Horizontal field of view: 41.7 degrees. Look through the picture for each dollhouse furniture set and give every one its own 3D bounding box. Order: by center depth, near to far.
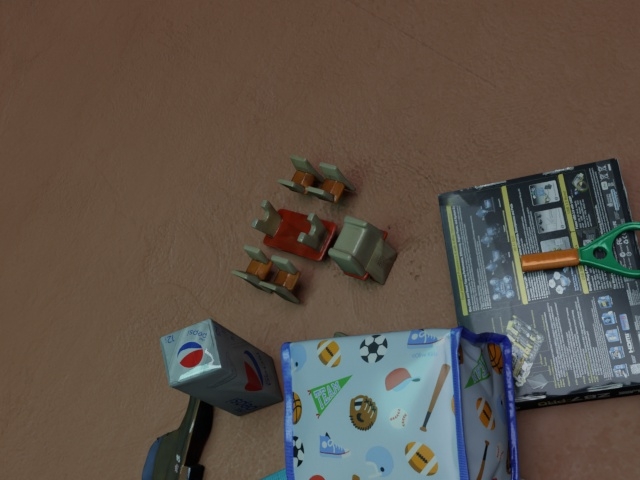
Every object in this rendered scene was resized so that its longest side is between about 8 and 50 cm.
[{"bbox_3d":[0.000,0.000,1.601,0.259,0.135,0.262,17,76,36],"label":"dollhouse furniture set"}]

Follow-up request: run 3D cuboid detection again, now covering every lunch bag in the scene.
[{"bbox_3d":[0.128,0.340,1.291,0.328,0.239,0.385,-11,74,35],"label":"lunch bag"}]

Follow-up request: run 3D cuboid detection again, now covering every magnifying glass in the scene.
[{"bbox_3d":[0.444,0.024,1.364,0.231,0.026,0.092,-7,67,11],"label":"magnifying glass"}]

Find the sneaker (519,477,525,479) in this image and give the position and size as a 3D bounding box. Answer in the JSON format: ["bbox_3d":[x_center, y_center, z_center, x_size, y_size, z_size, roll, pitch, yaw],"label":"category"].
[{"bbox_3d":[0.233,0.426,1.362,0.212,0.080,0.094,-32,49,6],"label":"sneaker"}]

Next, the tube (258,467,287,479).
[{"bbox_3d":[-0.075,0.441,1.480,0.207,0.052,0.080,-22,68,5],"label":"tube"}]

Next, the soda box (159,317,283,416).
[{"bbox_3d":[-0.164,0.227,1.458,0.098,0.286,0.091,-21,64,10],"label":"soda box"}]

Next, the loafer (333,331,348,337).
[{"bbox_3d":[0.065,0.224,1.507,0.050,0.056,0.148,-41,62,-6],"label":"loafer"}]

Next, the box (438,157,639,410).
[{"bbox_3d":[0.385,0.079,1.427,0.318,0.097,0.394,-11,67,13],"label":"box"}]

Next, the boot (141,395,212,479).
[{"bbox_3d":[-0.268,0.363,1.558,0.106,0.082,0.219,3,72,18],"label":"boot"}]
